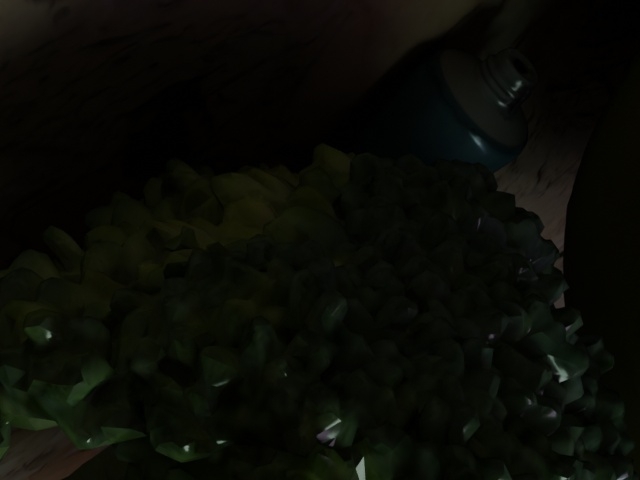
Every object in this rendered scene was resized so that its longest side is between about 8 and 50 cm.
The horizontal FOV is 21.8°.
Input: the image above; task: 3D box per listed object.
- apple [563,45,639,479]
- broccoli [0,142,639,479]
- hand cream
[{"bbox_3d":[0.320,0.019,0.632,0.473,0.473,0.473,-33,162,-12],"label":"apple"},{"bbox_3d":[-0.026,0.104,0.538,0.249,0.302,0.375,-55,159,-27],"label":"broccoli"},{"bbox_3d":[0.000,0.000,0.644,0.224,0.048,0.083,-41,162,31],"label":"hand cream"}]
